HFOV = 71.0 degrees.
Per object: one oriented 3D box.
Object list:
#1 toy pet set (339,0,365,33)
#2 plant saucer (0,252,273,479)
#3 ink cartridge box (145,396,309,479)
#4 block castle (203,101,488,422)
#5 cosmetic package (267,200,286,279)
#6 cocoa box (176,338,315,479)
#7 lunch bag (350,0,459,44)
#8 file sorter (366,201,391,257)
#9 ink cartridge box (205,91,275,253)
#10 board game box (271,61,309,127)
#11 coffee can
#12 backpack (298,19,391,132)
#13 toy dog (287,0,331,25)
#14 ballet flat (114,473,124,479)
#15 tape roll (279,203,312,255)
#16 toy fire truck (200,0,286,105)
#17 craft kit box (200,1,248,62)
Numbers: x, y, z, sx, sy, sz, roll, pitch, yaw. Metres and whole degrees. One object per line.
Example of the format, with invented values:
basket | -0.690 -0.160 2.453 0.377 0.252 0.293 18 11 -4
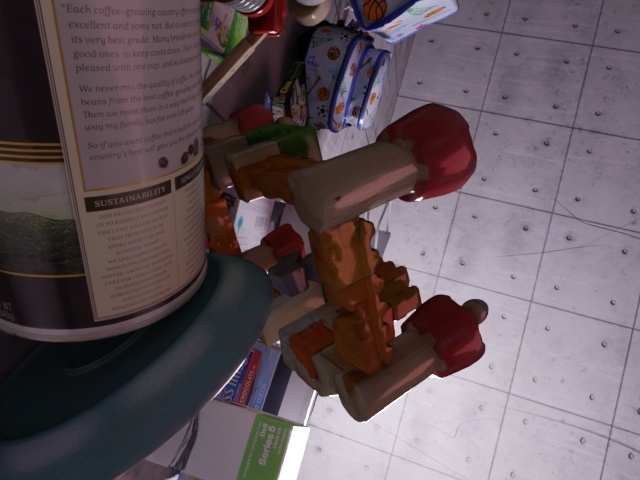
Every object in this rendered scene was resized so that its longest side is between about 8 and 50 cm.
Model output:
toy pet set | 0.081 -0.631 1.290 0.114 0.065 0.122 27 72 -41
plant saucer | -0.197 0.104 0.446 0.044 0.317 0.317 62 34 -24
ink cartridge box | -0.174 0.337 0.774 0.198 0.273 0.115 74 31 -66
block castle | -0.004 -0.017 0.591 0.213 0.453 0.303 -25 117 -26
cosmetic package | -0.127 0.028 1.093 0.099 0.060 0.239 -64 164 -56
cocoa box | -0.144 0.415 1.060 0.231 0.228 0.347 77 31 -75
lunch bag | 0.133 -0.661 0.985 0.385 0.239 0.328 67 23 -12
file sorter | 0.057 -0.048 1.322 0.193 0.277 0.173 -61 157 -47
ink cartridge box | -0.137 -0.117 0.887 0.186 0.065 0.311 5 101 -77
board game box | -0.054 -0.220 0.939 0.260 0.030 0.136 87 16 -54
coffee can | -0.194 -0.089 0.360 0.201 0.201 0.275 -55 156 -56
backpack | 0.042 -0.370 1.056 0.263 0.213 0.276 -39 143 -60
toy dog | 0.027 -0.542 0.768 0.220 0.161 0.334 -28 138 -55
ballet flat | -0.314 0.292 0.568 0.106 0.107 0.316 -58 168 22
tape roll | 0.000 0.000 1.096 0.246 0.169 0.246 12 90 -82
toy fire truck | -0.105 -0.273 0.488 0.217 0.158 0.246 -46 138 -66
craft kit box | -0.146 -0.387 0.563 0.246 0.061 0.250 -4 108 -74
